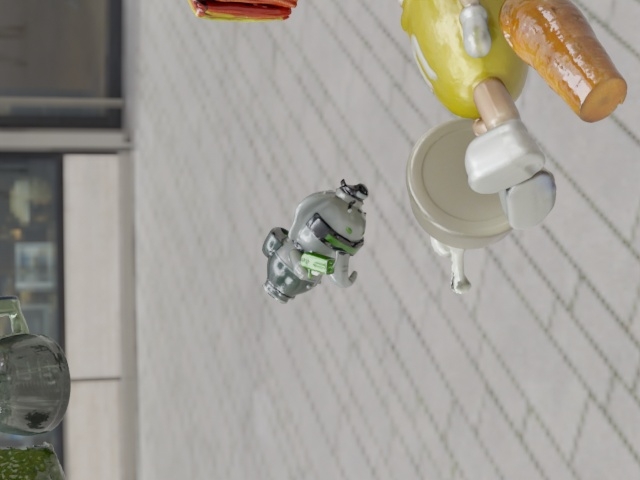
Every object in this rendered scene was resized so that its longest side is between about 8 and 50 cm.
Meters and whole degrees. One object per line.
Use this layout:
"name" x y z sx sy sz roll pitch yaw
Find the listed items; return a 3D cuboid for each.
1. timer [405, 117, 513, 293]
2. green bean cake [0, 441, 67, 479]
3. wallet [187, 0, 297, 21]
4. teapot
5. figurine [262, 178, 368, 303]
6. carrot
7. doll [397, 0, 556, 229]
"timer" 0.195 -0.035 1.965 0.266 0.175 0.175 95 168 -67
"green bean cake" -0.443 0.385 1.755 0.250 0.247 0.156 -80 -20 -61
"wallet" -0.122 -0.367 1.716 0.067 0.141 0.241 -55 49 39
"teapot" -0.337 0.138 1.516 0.111 0.108 0.149 8 93 38
"figurine" 0.000 0.000 1.870 0.126 0.147 0.192 41 108 19
"carrot" 0.261 -0.210 1.527 0.193 0.087 0.087 -122 34 -47
"doll" 0.201 -0.219 1.780 0.423 0.161 0.348 -104 -1 -49
